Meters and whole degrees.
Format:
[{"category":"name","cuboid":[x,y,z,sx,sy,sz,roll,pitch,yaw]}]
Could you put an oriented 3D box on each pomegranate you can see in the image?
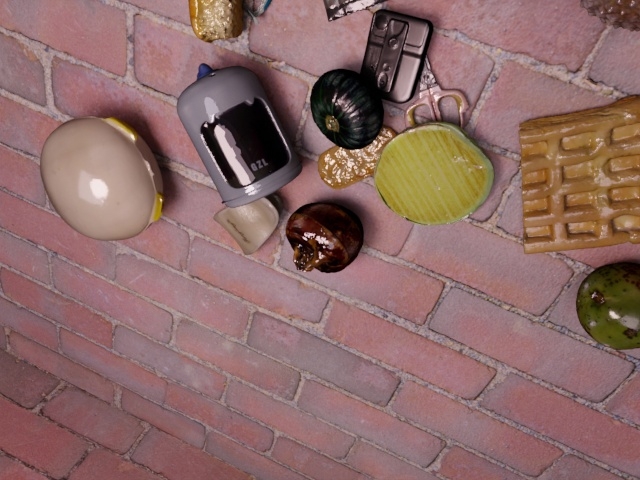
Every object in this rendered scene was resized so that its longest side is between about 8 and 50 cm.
[{"category":"pomegranate","cuboid":[0.766,0.160,1.055,0.247,0.214,0.214,6,125,-22]}]

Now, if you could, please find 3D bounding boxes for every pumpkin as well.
[{"category":"pumpkin","cuboid":[0.061,-0.313,1.044,0.202,0.140,0.202,35,158,16]}]

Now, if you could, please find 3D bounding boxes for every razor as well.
[{"category":"razor","cuboid":[-0.118,-0.618,1.027,0.191,0.037,0.068,-53,50,29]}]

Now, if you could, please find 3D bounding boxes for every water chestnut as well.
[{"category":"water chestnut","cuboid":[0.000,0.000,1.204,0.223,0.238,0.224,30,156,15]}]

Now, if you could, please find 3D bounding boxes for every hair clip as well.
[{"category":"hair clip","cuboid":[-0.217,-0.055,1.317,0.282,0.113,0.172,-33,102,31]}]

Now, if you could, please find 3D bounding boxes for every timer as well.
[{"category":"timer","cuboid":[0.168,-0.425,1.003,0.144,0.055,0.187,24,124,19]}]

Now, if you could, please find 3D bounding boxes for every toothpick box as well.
[{"category":"toothpick box","cuboid":[-0.227,-0.291,1.135,0.263,0.263,0.355,-18,109,26]}]

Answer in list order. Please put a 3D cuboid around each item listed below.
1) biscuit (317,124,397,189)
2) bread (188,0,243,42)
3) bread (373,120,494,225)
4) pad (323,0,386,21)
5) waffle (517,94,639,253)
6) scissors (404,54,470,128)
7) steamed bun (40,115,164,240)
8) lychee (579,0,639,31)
[{"category":"biscuit","cuboid":[0.101,-0.222,1.164,0.247,0.029,0.118,-23,107,28]},{"category":"bread","cuboid":[-0.248,-0.598,1.009,0.121,0.174,0.246,-2,119,-2]},{"category":"bread","cuboid":[0.285,-0.162,1.109,0.301,0.045,0.301,9,127,12]},{"category":"pad","cuboid":[0.099,-0.617,0.959,0.233,0.022,0.174,-8,113,24]},{"category":"waffle","cuboid":[0.625,-0.135,0.999,0.304,0.077,0.348,-7,114,21]},{"category":"scissors","cuboid":[0.260,-0.366,1.034,0.160,0.024,0.318,-13,112,25]},{"category":"steamed bun","cuboid":[-0.642,-0.181,1.285,0.333,0.334,0.374,-7,113,23]},{"category":"lychee","cuboid":[0.588,-0.483,0.709,0.300,0.300,0.300,8,119,15]}]
